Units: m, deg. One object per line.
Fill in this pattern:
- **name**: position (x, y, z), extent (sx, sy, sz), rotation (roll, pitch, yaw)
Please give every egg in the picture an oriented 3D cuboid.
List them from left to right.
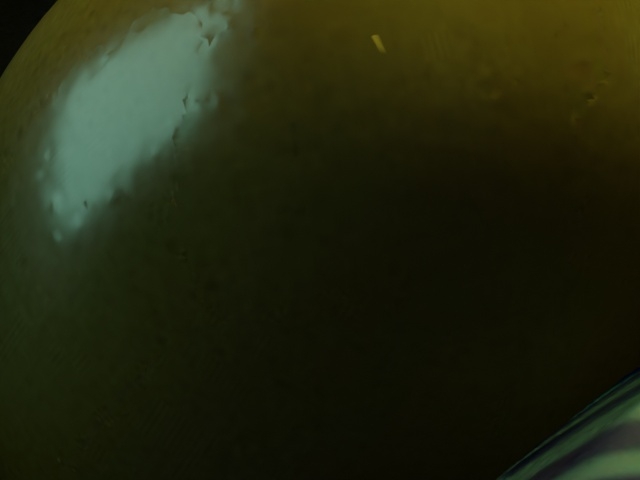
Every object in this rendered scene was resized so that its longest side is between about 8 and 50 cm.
- **egg**: position (0.000, 0.000, 0.646), extent (0.322, 0.250, 0.250), rotation (-55, 14, 47)

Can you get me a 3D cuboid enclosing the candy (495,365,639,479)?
- **candy**: position (0.083, 0.063, 0.423), extent (0.145, 0.070, 0.275), rotation (-28, -8, -19)
